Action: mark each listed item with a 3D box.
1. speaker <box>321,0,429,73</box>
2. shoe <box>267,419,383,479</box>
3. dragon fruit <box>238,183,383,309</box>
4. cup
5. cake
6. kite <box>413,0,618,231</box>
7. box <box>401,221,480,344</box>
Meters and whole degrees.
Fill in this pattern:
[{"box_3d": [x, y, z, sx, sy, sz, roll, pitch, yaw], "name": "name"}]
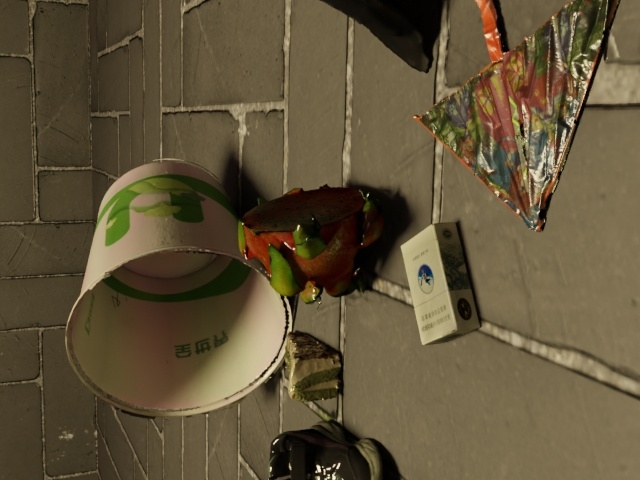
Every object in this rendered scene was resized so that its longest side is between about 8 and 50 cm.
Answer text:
[{"box_3d": [0.052, -0.337, 0.544, 0.388, 0.184, 0.180, -65, 35, 27], "name": "speaker"}, {"box_3d": [-0.007, 0.220, 0.746, 0.169, 0.099, 0.071, -173, 84, -65], "name": "shoe"}, {"box_3d": [0.000, 0.000, 0.710, 0.175, 0.138, 0.142, 71, -144, -45], "name": "dragon fruit"}, {"box_3d": [-0.182, 0.044, 0.986, 0.274, 0.253, 0.253, -111, 29, -55], "name": "cup"}, {"box_3d": [-0.012, 0.131, 0.843, 0.140, 0.055, 0.051, -131, 41, -81], "name": "cake"}, {"box_3d": [0.122, -0.094, 0.532, 0.232, 0.009, 0.189, 146, 118, -63], "name": "kite"}, {"box_3d": [0.091, 0.034, 0.599, 0.054, 0.024, 0.083, 136, 126, -62], "name": "box"}]
